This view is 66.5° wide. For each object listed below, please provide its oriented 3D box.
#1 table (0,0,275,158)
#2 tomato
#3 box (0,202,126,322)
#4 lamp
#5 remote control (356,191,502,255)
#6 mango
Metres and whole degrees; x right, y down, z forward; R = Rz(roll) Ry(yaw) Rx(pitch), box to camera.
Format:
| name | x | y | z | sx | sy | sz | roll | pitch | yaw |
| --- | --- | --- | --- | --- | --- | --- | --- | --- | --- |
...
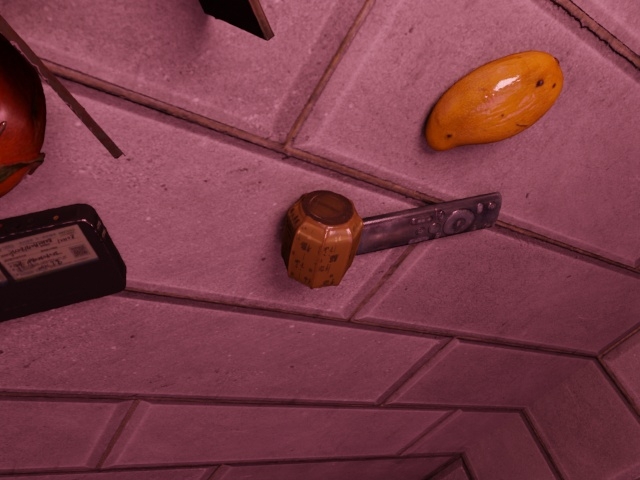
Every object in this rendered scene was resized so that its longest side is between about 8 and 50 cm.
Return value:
| name | x | y | z | sx | sy | sz | roll | pitch | yaw |
| --- | --- | --- | --- | --- | --- | --- | --- | --- | --- |
| table | -0.236 | -0.289 | 0.520 | 0.250 | 0.196 | 0.282 | -43 | 139 | -12 |
| tomato | -0.449 | -0.204 | 0.584 | 0.170 | 0.308 | 0.309 | -47 | 146 | -27 |
| box | -0.564 | 0.054 | 0.908 | 0.349 | 0.058 | 0.211 | -13 | 135 | -8 |
| lamp | 0.000 | 0.000 | 0.998 | 0.161 | 0.161 | 0.185 | -4 | 139 | -17 |
| remote control | 0.236 | -0.037 | 1.131 | 0.377 | 0.044 | 0.107 | -11 | 141 | -10 |
| mango | 0.316 | -0.246 | 0.897 | 0.262 | 0.109 | 0.157 | -31 | 141 | 14 |
